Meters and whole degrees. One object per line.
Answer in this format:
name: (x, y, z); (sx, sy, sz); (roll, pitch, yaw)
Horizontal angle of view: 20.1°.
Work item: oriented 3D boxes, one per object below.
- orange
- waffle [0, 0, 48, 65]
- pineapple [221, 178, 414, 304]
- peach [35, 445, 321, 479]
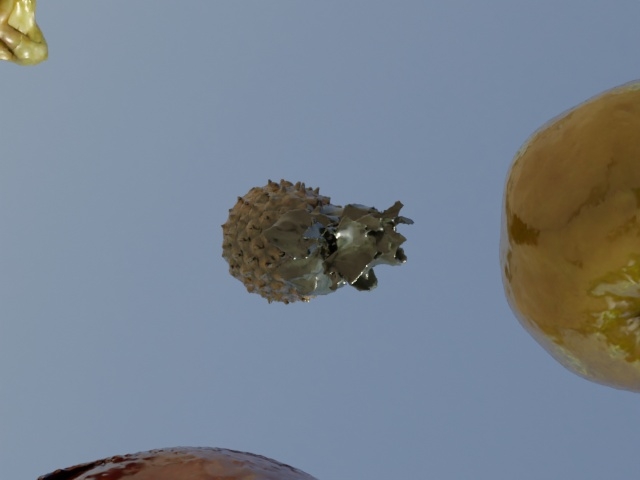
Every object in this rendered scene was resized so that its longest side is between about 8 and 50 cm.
orange: (0.284, -0.007, 1.501); (0.279, 0.279, 0.235); (-43, -157, 34)
waffle: (-0.291, -0.200, 1.185); (0.059, 0.243, 0.238); (-145, -135, -68)
pineapple: (0.000, 0.000, 1.545); (0.251, 0.125, 0.125); (0, -110, 70)
peach: (-0.055, 0.201, 0.760); (0.231, 0.231, 0.231); (-36, -137, 41)
